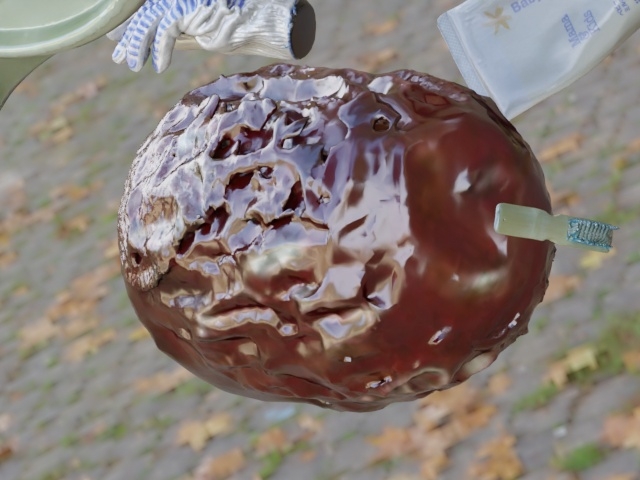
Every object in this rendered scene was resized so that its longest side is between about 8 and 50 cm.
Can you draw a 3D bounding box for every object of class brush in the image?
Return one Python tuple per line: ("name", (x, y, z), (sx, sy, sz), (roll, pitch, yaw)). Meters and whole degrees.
("brush", (0.123, -0.006, 1.013), (0.083, 0.016, 0.013), (10, -4, -36))

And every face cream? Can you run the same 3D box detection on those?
("face cream", (0.216, -0.196, 1.647), (0.224, 0.114, 0.070), (-29, -16, 11))

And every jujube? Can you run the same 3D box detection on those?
("jujube", (0.000, 0.000, 1.367), (0.258, 0.258, 0.376), (-33, 16, -21))

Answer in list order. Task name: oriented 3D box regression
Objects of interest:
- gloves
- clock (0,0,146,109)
("gloves", (-0.116, -0.221, 2.014), (0.229, 0.097, 0.119), (-6, -11, 18))
("clock", (-0.167, -0.194, 0.881), (0.324, 0.265, 0.109), (-23, 34, 41))
